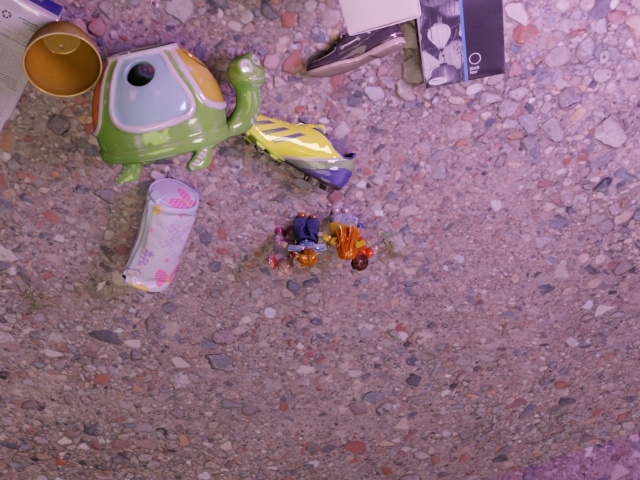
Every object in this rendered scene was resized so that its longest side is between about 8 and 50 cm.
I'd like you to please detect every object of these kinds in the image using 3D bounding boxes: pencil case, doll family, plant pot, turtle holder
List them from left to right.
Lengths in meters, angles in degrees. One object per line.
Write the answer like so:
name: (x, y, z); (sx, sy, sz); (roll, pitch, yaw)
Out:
plant pot: (-0.466, -0.342, 1.408); (0.134, 0.095, 0.134); (-11, 139, -10)
pencil case: (-0.363, -0.009, 1.753); (0.124, 0.113, 0.273); (1, 133, -34)
turtle holder: (-0.278, -0.254, 1.472); (0.320, 0.243, 0.228); (-4, 109, 22)
doll family: (0.000, 0.000, 1.751); (0.262, 0.163, 0.118); (-4, 130, 0)

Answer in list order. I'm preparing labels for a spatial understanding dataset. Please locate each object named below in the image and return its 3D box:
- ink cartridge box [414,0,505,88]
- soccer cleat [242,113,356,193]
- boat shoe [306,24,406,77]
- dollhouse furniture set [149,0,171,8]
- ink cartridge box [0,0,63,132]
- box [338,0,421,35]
ink cartridge box: (0.254, -0.453, 1.456); (0.165, 0.065, 0.333); (-11, 129, 6)
soccer cleat: (-0.054, -0.209, 1.642); (0.289, 0.093, 0.121); (30, 92, -20)
boat shoe: (0.063, -0.375, 1.525); (0.206, 0.075, 0.065); (-17, 86, 17)
dollhouse furniture set: (-0.298, -0.474, 1.388); (0.091, 0.081, 0.114); (16, 127, -16)
ink cartridge box: (-0.699, -0.377, 1.452); (0.324, 0.071, 0.330); (26, 125, -26)
box: (0.079, -0.473, 1.315); (0.126, 0.232, 0.149); (-14, 129, 7)
